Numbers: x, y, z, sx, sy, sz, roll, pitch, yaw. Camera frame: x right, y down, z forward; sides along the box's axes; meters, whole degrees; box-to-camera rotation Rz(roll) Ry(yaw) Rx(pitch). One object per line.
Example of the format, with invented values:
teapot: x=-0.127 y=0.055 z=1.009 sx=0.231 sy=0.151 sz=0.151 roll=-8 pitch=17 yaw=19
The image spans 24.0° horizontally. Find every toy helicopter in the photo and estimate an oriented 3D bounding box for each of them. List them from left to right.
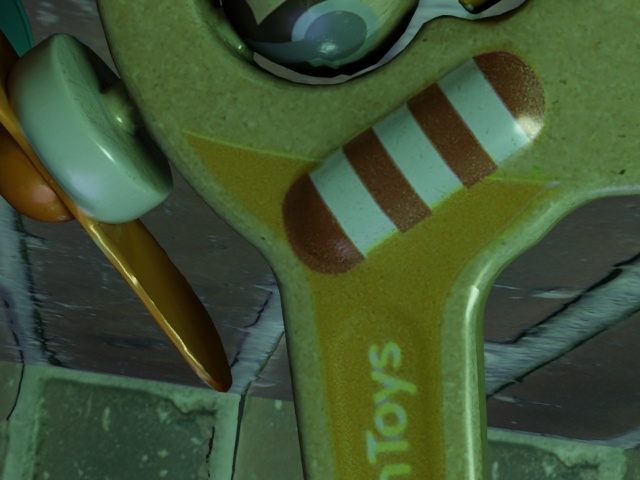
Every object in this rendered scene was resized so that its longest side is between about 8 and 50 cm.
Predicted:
toy helicopter: x=0.000 y=0.000 z=0.444 sx=0.234 sy=0.355 sz=0.140 roll=-5 pitch=177 yaw=11

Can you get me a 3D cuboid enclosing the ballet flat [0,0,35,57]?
ballet flat: x=-0.224 y=-0.134 z=0.601 sx=0.106 sy=0.108 sz=0.316 roll=22 pitch=167 yaw=25
